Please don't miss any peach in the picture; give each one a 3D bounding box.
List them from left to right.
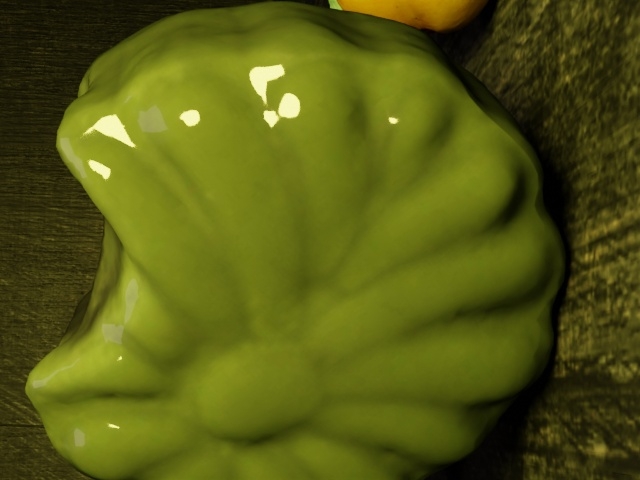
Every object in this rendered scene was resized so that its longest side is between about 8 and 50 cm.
[{"bbox_3d":[0.074,-0.218,0.800,0.138,0.138,0.138,-179,90,-83],"label":"peach"}]

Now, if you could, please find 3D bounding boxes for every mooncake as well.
[{"bbox_3d":[-0.017,0.025,0.670,0.187,0.352,0.351,-111,23,-64],"label":"mooncake"}]

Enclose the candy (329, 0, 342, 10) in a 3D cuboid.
[{"bbox_3d":[0.081,-0.388,0.983,0.119,0.119,0.439,113,166,-72],"label":"candy"}]
